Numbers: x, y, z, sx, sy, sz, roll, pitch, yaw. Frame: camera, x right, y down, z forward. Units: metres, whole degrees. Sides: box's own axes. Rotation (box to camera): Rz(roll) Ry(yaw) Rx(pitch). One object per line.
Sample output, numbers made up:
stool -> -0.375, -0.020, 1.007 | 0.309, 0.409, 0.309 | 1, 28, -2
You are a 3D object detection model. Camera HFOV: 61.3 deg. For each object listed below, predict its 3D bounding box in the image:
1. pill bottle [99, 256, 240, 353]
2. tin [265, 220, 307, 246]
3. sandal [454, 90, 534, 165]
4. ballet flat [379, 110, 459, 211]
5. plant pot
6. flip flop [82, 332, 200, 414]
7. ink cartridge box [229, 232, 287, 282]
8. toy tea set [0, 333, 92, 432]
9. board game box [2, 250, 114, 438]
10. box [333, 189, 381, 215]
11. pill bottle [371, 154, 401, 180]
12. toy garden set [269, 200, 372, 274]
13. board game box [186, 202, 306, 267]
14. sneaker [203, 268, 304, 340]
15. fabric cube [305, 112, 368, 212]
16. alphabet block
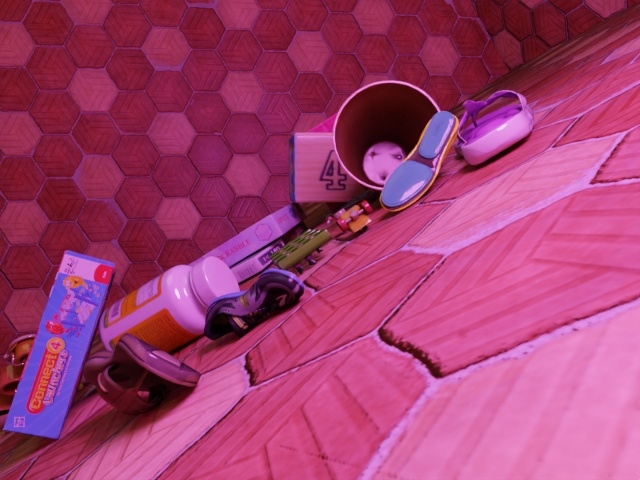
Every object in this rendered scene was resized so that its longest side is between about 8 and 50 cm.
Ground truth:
pill bottle -> -0.276, 0.130, 1.009 | 0.245, 0.136, 0.136 | -30, 7, 18
tin -> -0.106, -0.012, 1.678 | 0.106, 0.040, 0.189 | -33, 5, 28
sandal -> 0.331, -0.241, 1.063 | 0.169, 0.102, 0.416 | -30, 7, 16
ballet flat -> 0.195, -0.138, 1.024 | 0.231, 0.077, 0.077 | -57, -26, -11
plant pot -> 0.152, -0.208, 1.253 | 0.237, 0.237, 0.254 | -32, -7, 0
flip flop -> -0.249, 0.185, 0.701 | 0.277, 0.112, 0.080 | -21, 38, 47
ink cartridge box -> -0.195, 0.067, 1.461 | 0.206, 0.045, 0.208 | -29, 7, 28
toy tea set -> -0.684, 0.364, 1.311 | 0.200, 0.124, 0.336 | 10, -50, -46
board game box -> -0.480, 0.183, 1.032 | 0.308, 0.086, 0.302 | 164, 122, -69
box -> 0.101, -0.098, 1.397 | 0.094, 0.027, 0.137 | -27, 9, 33
pill bottle -> 0.178, -0.221, 1.542 | 0.117, 0.117, 0.215 | -34, 7, -12
toy garden set -> 0.000, 0.000, 1.087 | 0.203, 0.049, 0.244 | -35, 6, -6
board game box -> -0.215, 0.006, 1.557 | 0.318, 0.066, 0.319 | -30, 5, 13
sneaker -> -0.099, 0.101, 0.793 | 0.188, 0.067, 0.078 | -27, 30, 28
fabric cube -> 0.077, -0.273, 1.781 | 0.259, 0.258, 0.254 | -31, 8, 6
alphabet block -> 0.014, -0.206, 1.552 | 0.197, 0.194, 0.192 | -1, 7, -9
